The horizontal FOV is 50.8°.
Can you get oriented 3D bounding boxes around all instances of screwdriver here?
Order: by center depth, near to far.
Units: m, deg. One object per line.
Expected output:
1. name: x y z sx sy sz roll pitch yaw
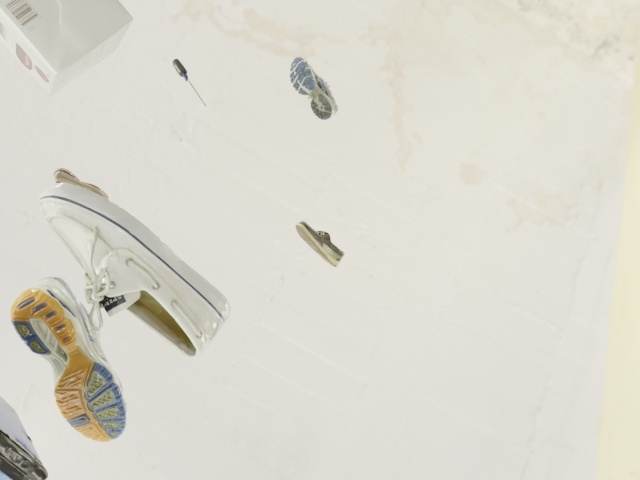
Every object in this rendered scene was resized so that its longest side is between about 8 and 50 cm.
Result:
1. screwdriver: -0.309 -0.368 1.586 0.025 0.024 0.170 -33 -116 7

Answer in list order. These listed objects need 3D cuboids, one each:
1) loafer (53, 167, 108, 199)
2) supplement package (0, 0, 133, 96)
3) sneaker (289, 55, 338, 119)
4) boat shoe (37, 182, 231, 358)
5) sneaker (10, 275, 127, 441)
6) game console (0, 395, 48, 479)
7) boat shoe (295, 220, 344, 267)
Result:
1. loafer: -0.497 -0.101 1.391 0.125 0.045 0.039 36 -151 -35
2. supplement package: -0.423 -0.356 1.044 0.149 0.203 0.194 -43 -73 -17
3. sneaker: -0.011 -0.295 1.307 0.135 0.052 0.058 61 -147 0
4. boat shoe: -0.323 0.072 1.088 0.367 0.135 0.157 43 -130 -20
5. sneaker: -0.394 0.191 1.128 0.111 0.131 0.297 -18 -72 5
6. game console: -0.514 0.265 0.866 0.173 0.293 0.250 -39 -138 -18
7. boat shoe: 0.000 0.000 1.552 0.049 0.056 0.152 -51 -54 -12
